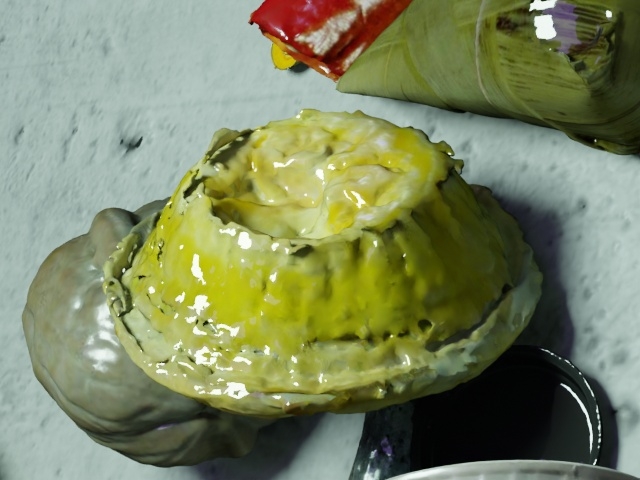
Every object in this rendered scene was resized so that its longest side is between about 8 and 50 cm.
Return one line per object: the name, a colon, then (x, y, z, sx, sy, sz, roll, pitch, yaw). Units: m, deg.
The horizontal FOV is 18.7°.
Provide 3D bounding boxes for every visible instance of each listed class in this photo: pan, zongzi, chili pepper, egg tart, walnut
pan: (0.087, 0.114, 1.314, 0.235, 0.028, 0.136, 29, 82, 31)
zongzi: (0.150, -0.215, 1.374, 0.300, 0.145, 0.274, 11, 78, 48)
chili pepper: (0.076, -0.281, 1.510, 0.338, 0.131, 0.134, -62, -3, 3)
egg tart: (0.000, 0.000, 1.328, 0.315, 0.315, 0.120, 47, 148, 49)
walnut: (-0.118, 0.067, 1.498, 0.224, 0.224, 0.224, -25, 53, 39)

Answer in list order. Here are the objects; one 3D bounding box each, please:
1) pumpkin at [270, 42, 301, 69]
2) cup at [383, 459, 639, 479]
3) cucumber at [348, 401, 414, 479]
pumpkin: (-0.015, -0.181, 1.640, 0.050, 0.028, 0.083, 39, 110, 49)
cup: (0.083, 0.290, 1.136, 0.288, 0.208, 0.273, -25, 55, 38)
cucumber: (0.055, 0.151, 1.363, 0.064, 0.064, 0.112, 2, 74, 49)
